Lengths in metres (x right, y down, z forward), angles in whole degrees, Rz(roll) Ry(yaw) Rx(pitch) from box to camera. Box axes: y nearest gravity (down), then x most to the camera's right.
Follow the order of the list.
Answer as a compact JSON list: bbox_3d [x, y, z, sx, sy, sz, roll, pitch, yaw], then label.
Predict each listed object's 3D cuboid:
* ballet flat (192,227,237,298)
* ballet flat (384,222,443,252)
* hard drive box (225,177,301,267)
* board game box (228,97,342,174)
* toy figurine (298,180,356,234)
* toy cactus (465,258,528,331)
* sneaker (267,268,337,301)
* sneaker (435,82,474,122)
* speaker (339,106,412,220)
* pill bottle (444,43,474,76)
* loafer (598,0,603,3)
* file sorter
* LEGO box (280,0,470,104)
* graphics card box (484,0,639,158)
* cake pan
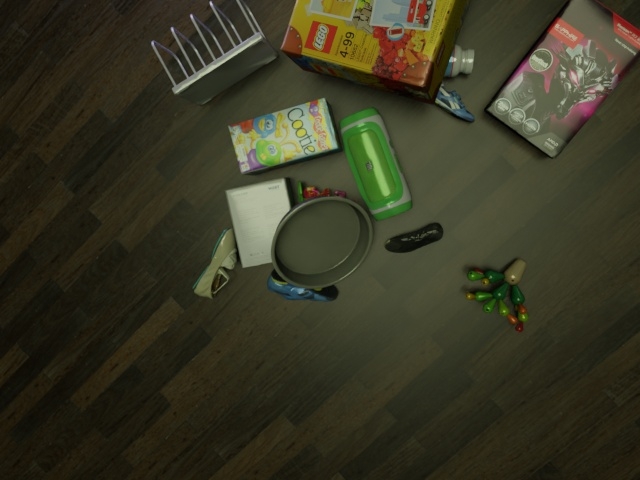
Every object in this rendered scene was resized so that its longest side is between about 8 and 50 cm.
[{"bbox_3d":[-0.292,0.076,1.676,0.086,0.086,0.248,34,116,3],"label":"ballet flat"},{"bbox_3d":[0.268,-0.005,1.629,0.173,0.049,0.057,-16,126,13],"label":"ballet flat"},{"bbox_3d":[-0.158,-0.053,1.651,0.181,0.089,0.232,-11,95,8],"label":"hard drive box"},{"bbox_3d":[-0.093,-0.286,1.591,0.276,0.144,0.142,-14,93,8],"label":"board game box"},{"bbox_3d":[0.023,-0.097,1.629,0.159,0.130,0.173,-6,70,-5],"label":"toy figurine"},{"bbox_3d":[0.514,0.135,1.589,0.219,0.112,0.180,38,81,5],"label":"toy cactus"},{"bbox_3d":[-0.055,0.146,1.679,0.210,0.069,0.082,16,131,-3],"label":"sneaker"},{"bbox_3d":[0.371,-0.378,1.565,0.144,0.053,0.059,36,97,2],"label":"sneaker"},{"bbox_3d":[0.154,-0.210,1.575,0.131,0.131,0.296,-20,93,9],"label":"speaker"},{"bbox_3d":[0.331,-0.490,1.541,0.160,0.087,0.087,6,97,8],"label":"pill bottle"},{"bbox_3d":[0.713,-0.664,1.486,0.061,0.062,0.169,12,96,10],"label":"loafer"},{"bbox_3d":[-0.294,-0.531,1.570,0.278,0.193,0.173,-30,89,9],"label":"file sorter"},{"bbox_3d":[0.173,-0.632,1.377,0.373,0.193,0.499,20,95,16],"label":"LEGO box"},{"bbox_3d":[0.636,-0.427,1.482,0.233,0.094,0.371,37,108,2],"label":"graphics card box"},{"bbox_3d":[0.000,0.000,1.563,0.293,0.054,0.293,-10,124,-16],"label":"cake pan"}]
